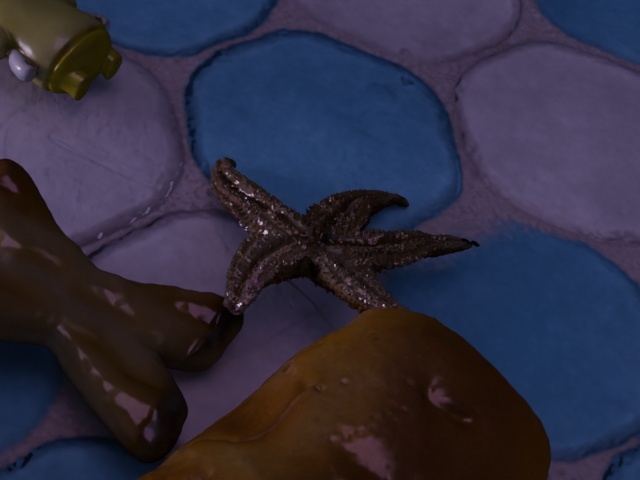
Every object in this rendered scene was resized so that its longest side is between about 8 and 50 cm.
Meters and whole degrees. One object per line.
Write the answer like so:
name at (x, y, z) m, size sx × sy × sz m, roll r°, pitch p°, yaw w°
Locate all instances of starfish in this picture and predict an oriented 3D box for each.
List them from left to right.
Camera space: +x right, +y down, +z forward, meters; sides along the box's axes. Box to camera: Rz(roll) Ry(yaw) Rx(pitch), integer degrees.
starfish at (0.000, 0.001, 1.162) m, size 0.227 × 0.043 × 0.240 m, roll -9°, pitch 37°, yaw -42°

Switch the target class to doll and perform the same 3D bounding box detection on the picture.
doll at (-0.232, -0.170, 1.242) m, size 0.162 × 0.062 × 0.106 m, roll 36°, pitch 42°, yaw 12°

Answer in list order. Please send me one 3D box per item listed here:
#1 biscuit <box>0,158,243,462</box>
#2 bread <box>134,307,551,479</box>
biscuit at (-0.165, 0.047, 1.067) m, size 0.208 × 0.047 × 0.164 m, roll 32°, pitch 37°, yaw -3°
bread at (-0.014, 0.186, 0.956) m, size 0.195 × 0.149 × 0.344 m, roll 39°, pitch 51°, yaw 15°
